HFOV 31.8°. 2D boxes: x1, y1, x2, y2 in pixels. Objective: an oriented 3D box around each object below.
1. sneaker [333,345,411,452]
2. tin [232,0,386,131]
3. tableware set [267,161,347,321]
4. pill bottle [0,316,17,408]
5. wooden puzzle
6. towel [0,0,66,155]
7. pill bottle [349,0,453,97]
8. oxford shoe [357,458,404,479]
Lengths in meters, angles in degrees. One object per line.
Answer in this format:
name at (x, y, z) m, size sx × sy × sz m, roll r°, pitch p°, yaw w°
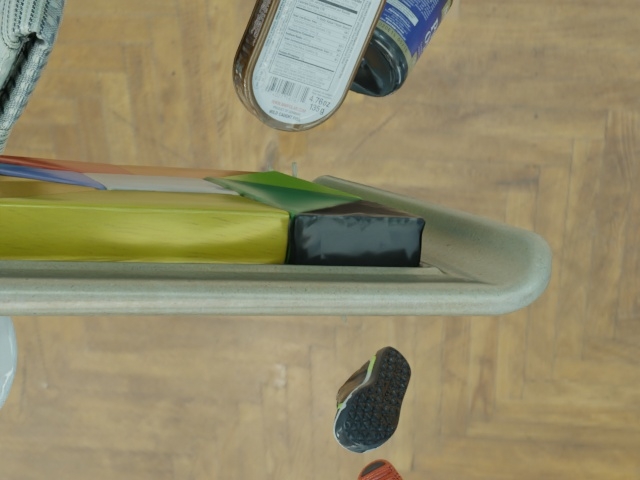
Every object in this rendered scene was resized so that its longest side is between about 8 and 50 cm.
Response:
sneaker at (0.063, 0.243, 1.625) m, size 0.097 × 0.234 × 0.084 m, roll -38°, pitch 95°, yaw 32°
tin at (-0.007, -0.185, 0.988) m, size 0.106 × 0.040 × 0.189 m, roll 12°, pitch 110°, yaw -31°
tableware set at (0.000, 0.000, 1.391) m, size 0.039 × 0.194 × 0.128 m, roll -28°, pitch 160°, yaw -10°
pill bottle at (-0.251, 0.065, 0.636) m, size 0.131 × 0.131 × 0.229 m, roll 47°, pitch 155°, yaw -17°
wooden puzzle at (-0.066, -0.007, 0.435) m, size 0.239 × 0.221 × 0.044 m, roll -4°, pitch 101°, yaw -23°
towel at (-0.277, -0.196, 0.977) m, size 0.056 × 0.312 × 0.324 m, roll 16°, pitch 143°, yaw -23°
pill bottle at (0.095, -0.296, 1.417) m, size 0.123 × 0.219 × 0.123 m, roll 24°, pitch 151°, yaw 14°
oxford shoe at (0.126, 0.461, 1.707) m, size 0.097 × 0.271 × 0.098 m, roll -29°, pitch 140°, yaw 12°
